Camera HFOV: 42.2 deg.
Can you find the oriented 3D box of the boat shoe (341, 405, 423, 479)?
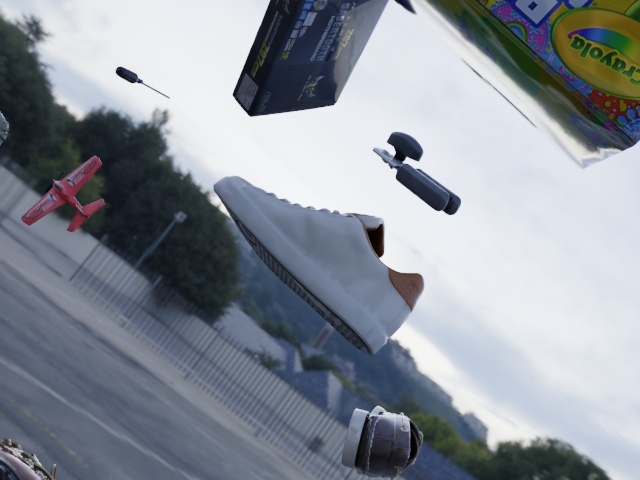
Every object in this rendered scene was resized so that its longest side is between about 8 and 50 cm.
[{"bbox_3d":[0.110,0.328,1.329,0.097,0.116,0.324,11,-13,14],"label":"boat shoe"}]

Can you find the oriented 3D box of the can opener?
[{"bbox_3d":[0.214,-0.158,1.811,0.076,0.095,0.283,16,19,-37],"label":"can opener"}]

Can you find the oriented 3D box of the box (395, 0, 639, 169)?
[{"bbox_3d":[0.146,-0.240,0.453,0.290,0.279,0.177,45,7,6],"label":"box"}]

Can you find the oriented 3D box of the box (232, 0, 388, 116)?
[{"bbox_3d":[-0.011,-0.295,1.228,0.059,0.183,0.232,51,-47,23],"label":"box"}]

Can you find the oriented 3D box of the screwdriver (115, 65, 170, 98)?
[{"bbox_3d":[-0.343,-0.309,1.630,0.024,0.025,0.170,28,8,26],"label":"screwdriver"}]

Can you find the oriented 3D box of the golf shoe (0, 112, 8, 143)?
[{"bbox_3d":[-0.386,-0.082,0.784,0.086,0.176,0.069,21,-41,57],"label":"golf shoe"}]

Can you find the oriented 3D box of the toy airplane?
[{"bbox_3d":[-0.377,-0.064,1.258,0.151,0.151,0.028,27,-22,44],"label":"toy airplane"}]

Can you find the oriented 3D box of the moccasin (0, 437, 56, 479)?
[{"bbox_3d":[-0.530,0.436,1.449,0.147,0.139,0.380,15,-7,-41],"label":"moccasin"}]

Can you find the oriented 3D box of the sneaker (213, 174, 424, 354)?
[{"bbox_3d":[0.000,0.000,0.956,0.290,0.123,0.106,41,-12,26],"label":"sneaker"}]
